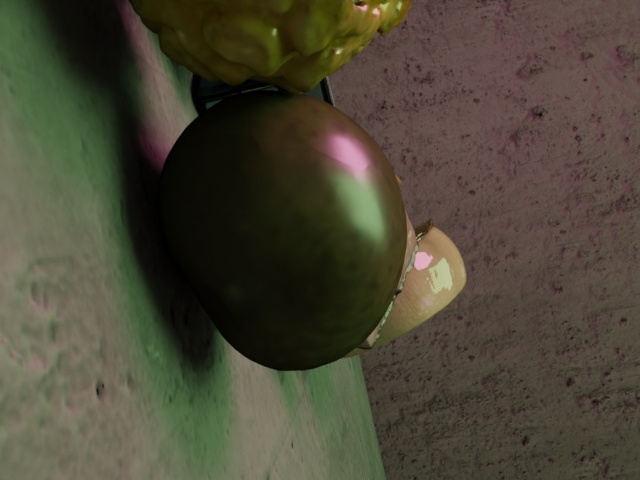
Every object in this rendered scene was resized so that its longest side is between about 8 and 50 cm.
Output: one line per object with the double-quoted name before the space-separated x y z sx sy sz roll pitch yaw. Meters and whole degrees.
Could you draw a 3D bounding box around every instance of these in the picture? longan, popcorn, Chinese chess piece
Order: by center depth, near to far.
"popcorn" -0.044 -0.222 0.457 0.250 0.250 0.190 -93 -157 -59
"longan" -0.033 -0.014 0.530 0.246 0.215 0.246 39 30 -28
"Chinese chess piece" 0.118 0.095 1.175 0.141 0.338 0.338 59 6 -1

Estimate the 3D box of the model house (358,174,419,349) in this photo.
"model house" 0.000 0.000 0.893 0.237 0.202 0.237 -59 139 -32

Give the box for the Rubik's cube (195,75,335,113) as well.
"Rubik's cube" -0.065 -0.190 0.802 0.163 0.160 0.162 73 7 -47
